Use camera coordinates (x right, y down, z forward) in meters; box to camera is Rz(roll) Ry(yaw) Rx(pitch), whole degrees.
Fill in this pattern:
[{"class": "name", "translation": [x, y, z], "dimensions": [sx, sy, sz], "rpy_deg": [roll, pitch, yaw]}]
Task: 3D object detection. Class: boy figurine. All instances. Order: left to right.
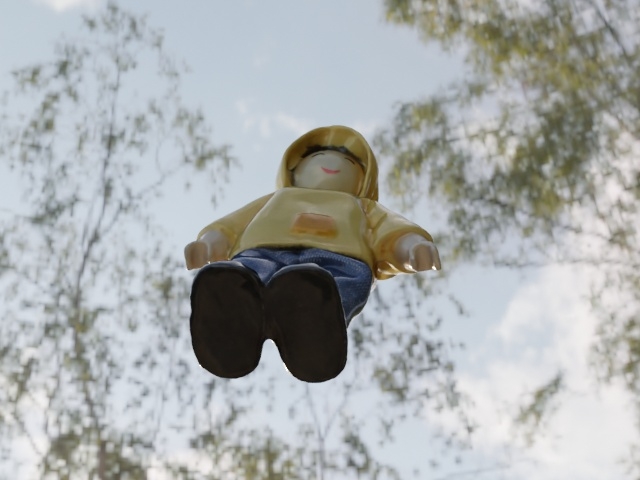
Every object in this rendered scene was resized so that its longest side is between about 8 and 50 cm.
[{"class": "boy figurine", "translation": [0.000, 0.000, 0.894], "dimensions": [0.177, 0.285, 0.092], "rpy_deg": [2, -65, 12]}]
